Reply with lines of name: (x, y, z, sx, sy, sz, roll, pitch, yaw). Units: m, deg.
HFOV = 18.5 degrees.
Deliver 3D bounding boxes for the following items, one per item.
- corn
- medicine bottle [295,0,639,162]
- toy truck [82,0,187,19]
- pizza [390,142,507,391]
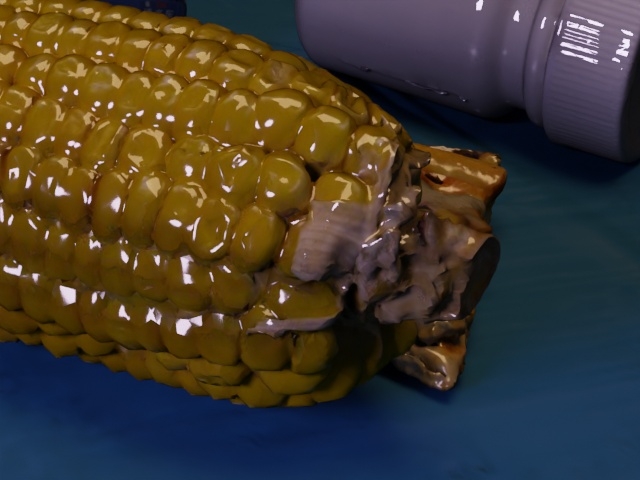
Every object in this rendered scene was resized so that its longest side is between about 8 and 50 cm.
corn: (-0.098, -0.026, 0.644, 0.322, 0.119, 0.119, 16, 25, 16)
medicine bottle: (0.081, -0.107, 0.909, 0.168, 0.105, 0.105, 20, 26, 23)
toy truck: (-0.157, -0.115, 0.855, 0.202, 0.088, 0.074, -6, 27, -32)
pizza: (0.000, 0.000, 0.722, 0.185, 0.036, 0.176, 2, 25, -16)
